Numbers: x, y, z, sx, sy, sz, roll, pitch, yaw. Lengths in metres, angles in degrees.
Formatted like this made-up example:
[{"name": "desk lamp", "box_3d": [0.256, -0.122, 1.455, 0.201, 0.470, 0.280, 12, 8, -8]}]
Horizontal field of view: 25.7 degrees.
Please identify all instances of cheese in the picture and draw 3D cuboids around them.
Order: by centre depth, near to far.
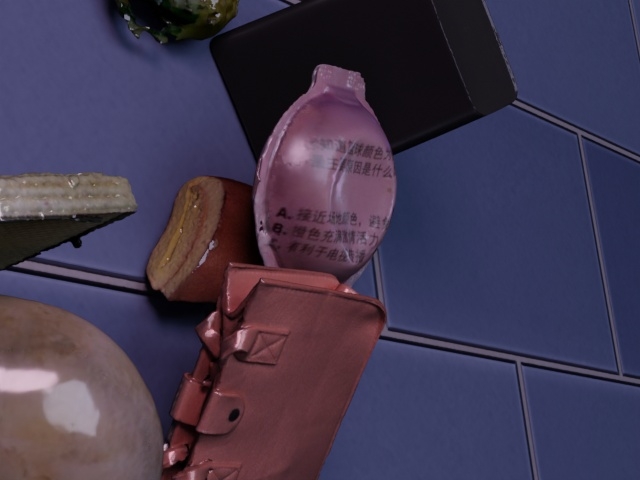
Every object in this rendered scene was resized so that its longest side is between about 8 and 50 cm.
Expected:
[{"name": "cheese", "box_3d": [0.000, 0.000, 1.152, 0.189, 0.074, 0.285, 0, 98, -51]}]

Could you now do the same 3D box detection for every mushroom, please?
[{"name": "mushroom", "box_3d": [-0.213, 0.126, 0.862, 0.206, 0.209, 0.206, -9, 106, -37]}]

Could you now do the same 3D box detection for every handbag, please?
[{"name": "handbag", "box_3d": [-0.046, 0.127, 1.068, 0.157, 0.059, 0.212, 10, 104, -50]}]

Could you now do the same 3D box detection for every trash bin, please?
[{"name": "trash bin", "box_3d": [0.040, -0.150, 1.258, 0.115, 0.226, 0.165, -26, 96, -53]}]

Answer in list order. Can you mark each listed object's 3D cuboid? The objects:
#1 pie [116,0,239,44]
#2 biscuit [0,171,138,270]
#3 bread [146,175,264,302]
[{"name": "pie", "box_3d": [-0.174, -0.353, 1.196, 0.371, 0.078, 0.296, 50, 41, -29]}, {"name": "biscuit", "box_3d": [-0.219, 0.000, 0.864, 0.121, 0.199, 0.040, -3, 76, -53]}, {"name": "bread", "box_3d": [-0.071, -0.001, 1.176, 0.192, 0.067, 0.119, 4, 72, -53]}]
